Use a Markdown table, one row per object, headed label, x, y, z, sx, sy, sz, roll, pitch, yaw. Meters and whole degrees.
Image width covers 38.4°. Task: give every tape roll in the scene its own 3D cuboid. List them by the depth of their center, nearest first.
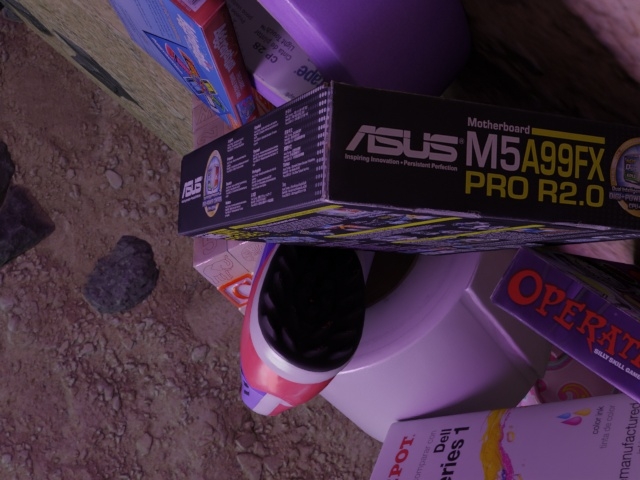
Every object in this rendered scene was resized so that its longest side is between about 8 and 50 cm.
| label | x | y | z | sx | sy | sz | roll | pitch | yaw |
| --- | --- | --- | --- | --- | --- | --- | --- | --- | --- |
| tape roll | -0.029 | -0.179 | 0.637 | 0.275 | 0.090 | 0.275 | 40 | 173 | 6 |
| tape roll | 0.078 | 0.053 | 0.874 | 0.246 | 0.246 | 0.169 | 34 | 171 | 49 |

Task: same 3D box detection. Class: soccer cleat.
| label | x | y | z | sx | sy | sz | roll | pitch | yaw |
| --- | --- | --- | --- | --- | --- | --- | --- | --- | --- |
| soccer cleat | 0.000 | 0.000 | 0.782 | 0.108 | 0.318 | 0.116 | 24 | 139 | -8 |

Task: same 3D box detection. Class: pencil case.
| label | x | y | z | sx | sy | sz | roll | pitch | yaw |
| --- | --- | --- | --- | --- | --- | --- | --- | --- | --- |
| pencil case | 0.267 | 0.158 | 1.034 | 0.124 | 0.124 | 0.284 | 41 | 175 | 8 |

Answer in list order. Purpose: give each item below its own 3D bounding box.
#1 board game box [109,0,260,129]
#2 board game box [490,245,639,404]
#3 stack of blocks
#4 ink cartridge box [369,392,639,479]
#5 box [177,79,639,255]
| label | x | y | z | sx | sy | sz | roll | pitch | yaw |
| --- | --- | --- | --- | --- | --- | --- | --- | --- | --- |
| board game box | -0.116 | -0.167 | 0.708 | 0.145 | 0.027 | 0.281 | 43 | 175 | 5 |
| board game box | 0.289 | 0.114 | 0.555 | 0.347 | 0.056 | 0.208 | 37 | -167 | 33 |
| stack of blocks | -0.064 | -0.050 | 1.066 | 0.171 | 0.087 | 0.297 | 48 | -155 | -41 |
| ink cartridge box | 0.159 | 0.233 | 0.691 | 0.278 | 0.201 | 0.117 | -16 | 120 | 37 |
| box | 0.048 | -0.031 | 0.576 | 0.216 | 0.060 | 0.270 | 5 | 175 | -22 |
